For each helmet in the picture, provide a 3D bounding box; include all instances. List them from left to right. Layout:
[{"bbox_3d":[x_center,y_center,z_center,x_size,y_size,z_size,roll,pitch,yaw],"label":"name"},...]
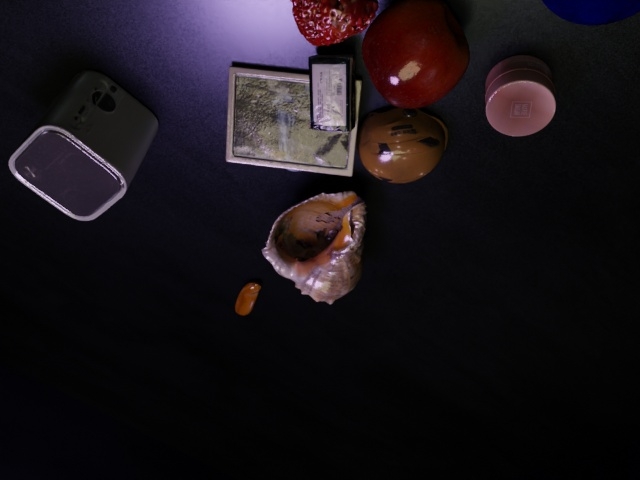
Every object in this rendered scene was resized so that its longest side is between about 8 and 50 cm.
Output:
[{"bbox_3d":[0.197,-0.215,1.685,0.224,0.130,0.198,3,140,8],"label":"helmet"}]

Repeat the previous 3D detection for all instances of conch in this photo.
[{"bbox_3d":[-0.003,-0.007,1.909,0.297,0.210,0.352,17,110,-17],"label":"conch"}]

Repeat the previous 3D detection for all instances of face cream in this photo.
[{"bbox_3d":[0.441,-0.320,1.535,0.149,0.104,0.149,6,137,6],"label":"face cream"}]

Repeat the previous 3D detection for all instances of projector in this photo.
[{"bbox_3d":[-0.588,-0.238,1.747,0.248,0.249,0.248,-29,122,36],"label":"projector"}]

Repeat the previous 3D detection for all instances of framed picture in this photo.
[{"bbox_3d":[-0.068,-0.287,1.674,0.324,0.020,0.241,8,111,4],"label":"framed picture"}]

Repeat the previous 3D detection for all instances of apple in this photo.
[{"bbox_3d":[0.194,-0.388,1.438,0.201,0.218,0.218,-25,126,28],"label":"apple"}]

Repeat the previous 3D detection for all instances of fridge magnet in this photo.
[{"bbox_3d":[0.530,-0.529,1.289,0.265,0.113,0.265,7,137,7],"label":"fridge magnet"}]

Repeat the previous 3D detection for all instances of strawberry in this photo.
[{"bbox_3d":[0.015,-0.482,1.415,0.186,0.184,0.201,29,144,-12],"label":"strawberry"}]

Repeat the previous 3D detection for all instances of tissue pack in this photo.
[{"bbox_3d":[0.027,-0.336,1.583,0.103,0.090,0.170,3,109,8],"label":"tissue pack"}]

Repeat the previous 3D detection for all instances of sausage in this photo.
[{"bbox_3d":[-0.239,0.187,2.263,0.062,0.054,0.183,-8,143,-28],"label":"sausage"}]

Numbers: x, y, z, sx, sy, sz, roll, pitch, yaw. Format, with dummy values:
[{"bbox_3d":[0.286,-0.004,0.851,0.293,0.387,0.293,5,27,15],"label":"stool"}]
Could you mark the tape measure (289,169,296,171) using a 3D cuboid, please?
[{"bbox_3d":[-0.064,-0.223,1.758,0.091,0.094,0.054,18,150,-6],"label":"tape measure"}]
